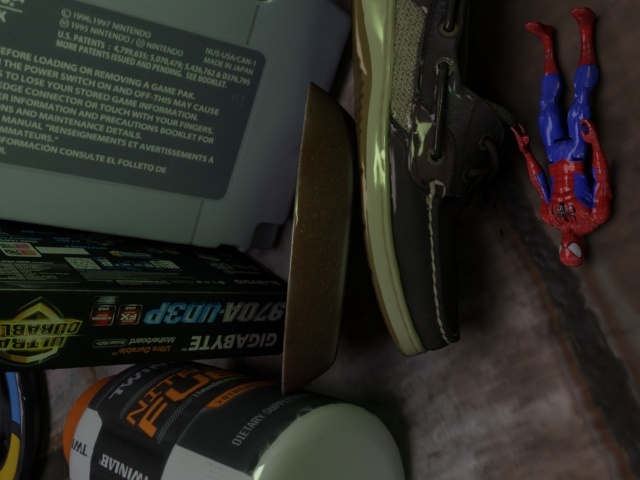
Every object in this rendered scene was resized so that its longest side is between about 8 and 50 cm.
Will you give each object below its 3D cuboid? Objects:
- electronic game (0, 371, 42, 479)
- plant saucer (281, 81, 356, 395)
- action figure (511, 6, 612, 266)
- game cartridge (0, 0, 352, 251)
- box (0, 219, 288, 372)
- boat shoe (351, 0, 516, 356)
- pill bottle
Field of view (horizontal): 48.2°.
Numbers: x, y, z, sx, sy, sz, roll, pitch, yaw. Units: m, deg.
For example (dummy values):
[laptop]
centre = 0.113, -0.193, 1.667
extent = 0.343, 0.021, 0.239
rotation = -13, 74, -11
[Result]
[electronic game]
centre = -0.397, 0.199, 0.870
extent = 0.229, 0.048, 0.229
rotation = 3, 94, 47
[plant saucer]
centre = 0.000, 0.000, 0.391
extent = 0.168, 0.029, 0.168
rotation = -176, 90, -89
[action figure]
centre = 0.113, -0.045, 0.330
extent = 0.038, 0.030, 0.115
rotation = -5, 89, 42
[game cartridge]
centre = -0.138, -0.103, 0.408
extent = 0.062, 0.297, 0.198
rotation = 49, 125, 58
[box]
centre = -0.149, 0.020, 0.471
extent = 0.175, 0.220, 0.051
rotation = 28, 107, 43
[boat shoe]
centre = 0.058, -0.055, 0.351
extent = 0.073, 0.080, 0.223
rotation = -5, 88, 15
[pill bottle]
centre = -0.076, 0.147, 0.463
extent = 0.245, 0.130, 0.130
rotation = 1, 92, 47
